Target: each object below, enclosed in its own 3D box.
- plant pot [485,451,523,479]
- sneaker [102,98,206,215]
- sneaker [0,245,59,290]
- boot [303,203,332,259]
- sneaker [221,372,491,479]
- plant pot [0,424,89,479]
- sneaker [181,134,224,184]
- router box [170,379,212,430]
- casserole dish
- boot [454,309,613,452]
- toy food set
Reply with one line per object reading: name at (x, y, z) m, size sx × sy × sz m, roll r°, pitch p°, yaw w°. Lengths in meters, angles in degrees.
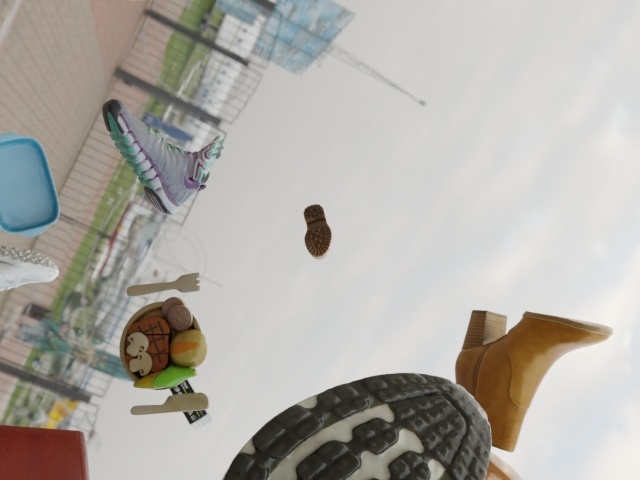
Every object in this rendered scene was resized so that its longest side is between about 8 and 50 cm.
plant pot at (0.184, 0.461, 1.048) m, size 0.290 × 0.291 × 0.203 m, roll -64°, pitch 164°, yaw 3°
sneaker at (-0.276, -0.153, 1.182) m, size 0.098 × 0.223 × 0.083 m, roll -39°, pitch -141°, yaw -20°
sneaker at (-0.613, 0.060, 1.315) m, size 0.090 × 0.235 × 0.094 m, roll -155°, pitch -105°, yaw -66°
boot at (0.000, 0.000, 1.519) m, size 0.157 × 0.059 × 0.084 m, roll -95°, pitch 173°, yaw -51°
sneaker at (-0.033, 0.254, 0.610) m, size 0.410 × 0.158 × 0.182 m, roll -39°, pitch 168°, yaw 4°
plant pot at (-0.586, 0.514, 1.414) m, size 0.267 × 0.268 × 0.235 m, roll 118°, pitch -24°, yaw -53°
sneaker at (-0.222, -0.157, 1.286) m, size 0.098 × 0.069 × 0.038 m, roll -61°, pitch 164°, yaw -2°
router box at (-0.245, 0.304, 1.328) m, size 0.038 × 0.092 × 0.122 m, roll -30°, pitch 165°, yaw -14°
casserole dish at (-0.541, -0.099, 1.272) m, size 0.037 × 0.114 × 0.188 m, roll -175°, pitch -110°, yaw -68°
boot at (0.310, 0.216, 1.073) m, size 0.295 × 0.104 × 0.211 m, roll -9°, pitch -110°, yaw 63°
toy food set at (-0.220, 0.143, 0.980) m, size 0.038 × 0.133 × 0.191 m, roll 50°, pitch 31°, yaw -73°
